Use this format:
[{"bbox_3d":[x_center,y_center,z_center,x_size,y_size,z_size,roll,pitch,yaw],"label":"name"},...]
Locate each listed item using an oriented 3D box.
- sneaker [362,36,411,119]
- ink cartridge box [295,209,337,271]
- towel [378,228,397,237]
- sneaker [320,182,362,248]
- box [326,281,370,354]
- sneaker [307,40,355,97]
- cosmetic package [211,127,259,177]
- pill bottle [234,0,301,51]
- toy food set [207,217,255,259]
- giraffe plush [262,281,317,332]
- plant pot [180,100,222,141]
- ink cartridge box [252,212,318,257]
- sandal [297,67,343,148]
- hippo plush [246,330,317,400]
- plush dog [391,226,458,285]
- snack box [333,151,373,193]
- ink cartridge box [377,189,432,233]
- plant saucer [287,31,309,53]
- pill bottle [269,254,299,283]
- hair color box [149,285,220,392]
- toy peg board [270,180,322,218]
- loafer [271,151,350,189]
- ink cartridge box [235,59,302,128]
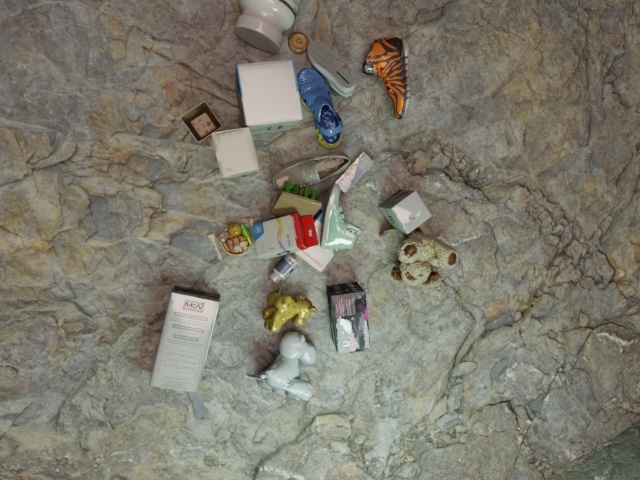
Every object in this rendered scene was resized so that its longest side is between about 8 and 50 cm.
[{"bbox_3d":[0.255,-0.636,1.698,0.180,0.124,0.321,-3,87,-7],"label":"sneaker"},{"bbox_3d":[0.000,0.000,1.738,0.148,0.086,0.203,38,89,-13],"label":"ink cartridge box"},{"bbox_3d":[0.281,-0.030,1.794,0.060,0.083,0.009,-9,77,-11],"label":"towel"},{"bbox_3d":[0.087,-0.089,1.653,0.151,0.094,0.256,6,102,-7],"label":"sneaker"},{"bbox_3d":[0.109,0.313,1.762,0.142,0.163,0.247,-6,98,-7],"label":"box"},{"bbox_3d":[0.035,-0.651,1.658,0.094,0.091,0.258,-35,80,-9],"label":"sneaker"},{"bbox_3d":[-0.299,-0.301,1.531,0.129,0.296,0.153,-13,100,-8],"label":"cosmetic package"},{"bbox_3d":[-0.167,-0.886,1.524,0.210,0.210,0.363,20,93,-13],"label":"pill bottle"},{"bbox_3d":[-0.335,-0.002,1.696,0.192,0.038,0.132,-22,101,-7],"label":"toy food set"},{"bbox_3d":[-0.114,0.278,1.718,0.170,0.181,0.210,18,111,-24],"label":"giraffe plush"},{"bbox_3d":[-0.436,-0.432,1.590,0.109,0.096,0.109,-35,102,-5],"label":"plant pot"},{"bbox_3d":[-0.135,-0.019,1.658,0.231,0.078,0.134,-15,76,10],"label":"ink cartridge box"},{"bbox_3d":[0.008,-0.512,1.647,0.126,0.138,0.317,-28,100,-4],"label":"sandal"},{"bbox_3d":[-0.144,0.490,1.745,0.294,0.234,0.236,36,59,-28],"label":"hippo plush"},{"bbox_3d":[0.405,0.085,1.800,0.262,0.210,0.225,9,115,-15],"label":"plush dog"},{"bbox_3d":[0.136,-0.277,1.760,0.064,0.022,0.178,43,88,-14],"label":"snack box"},{"bbox_3d":[0.338,-0.120,1.741,0.128,0.176,0.127,-37,103,-5],"label":"ink cartridge box"},{"bbox_3d":[-0.084,-0.762,1.656,0.083,0.015,0.083,-1,98,-10],"label":"plant saucer"},{"bbox_3d":[-0.148,0.115,1.734,0.067,0.067,0.120,44,88,-13],"label":"pill bottle"},{"bbox_3d":[-0.524,0.382,1.673,0.185,0.113,0.374,14,95,-13],"label":"hair color box"},{"bbox_3d":[-0.094,-0.153,1.681,0.161,0.160,0.079,14,61,-17],"label":"toy peg board"},{"bbox_3d":[-0.037,-0.275,1.680,0.319,0.111,0.112,-22,103,-7],"label":"loafer"},{"bbox_3d":[-0.193,-0.501,1.539,0.197,0.270,0.198,-10,99,-11],"label":"ink cartridge box"}]
